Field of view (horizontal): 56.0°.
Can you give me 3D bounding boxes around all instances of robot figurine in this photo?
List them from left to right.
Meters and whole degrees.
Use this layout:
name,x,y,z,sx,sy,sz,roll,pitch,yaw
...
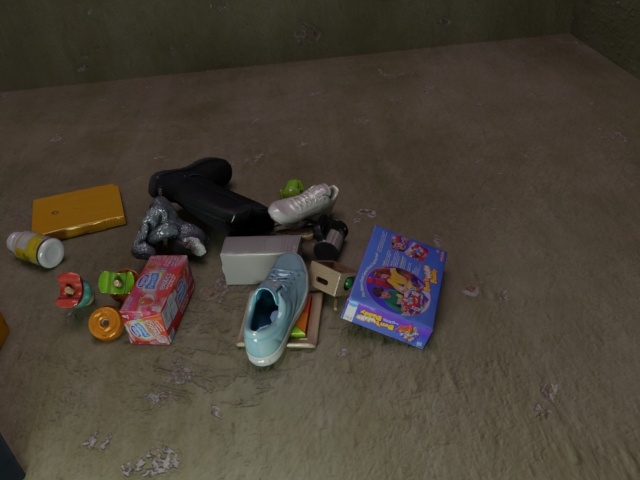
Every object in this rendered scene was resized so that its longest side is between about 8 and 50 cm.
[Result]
name,x,y,z,sx,sy,sz,roll,pitch,yaw
robot figurine,-0.103,-0.181,2.235,0.101,0.067,0.115,-22,28,26

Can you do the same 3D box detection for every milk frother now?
name,x,y,z,sx,sy,sz,roll,pitch,yaw
milk frother,0.000,0.000,1.958,0.143,0.129,0.134,-37,17,35

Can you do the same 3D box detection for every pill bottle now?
name,x,y,z,sx,sy,sz,roll,pitch,yaw
pill bottle,-0.961,0.024,2.022,0.184,0.103,0.103,13,39,25

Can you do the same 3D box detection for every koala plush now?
name,x,y,z,sx,sy,sz,roll,pitch,yaw
koala plush,-0.471,-0.019,1.969,0.221,0.203,0.196,21,10,-9

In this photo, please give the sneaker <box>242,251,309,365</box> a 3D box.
name,x,y,z,sx,sy,sz,roll,pitch,yaw
sneaker,-0.113,0.148,1.617,0.135,0.150,0.366,4,47,9

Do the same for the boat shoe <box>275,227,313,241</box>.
name,x,y,z,sx,sy,sz,roll,pitch,yaw
boat shoe,-0.077,0.000,1.933,0.068,0.072,0.190,-13,7,-29

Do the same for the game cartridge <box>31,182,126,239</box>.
name,x,y,z,sx,sy,sz,roll,pitch,yaw
game cartridge,-0.904,-0.104,2.252,0.324,0.052,0.285,-13,36,-15

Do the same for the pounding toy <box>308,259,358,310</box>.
name,x,y,z,sx,sy,sz,roll,pitch,yaw
pounding toy,0.040,0.127,1.748,0.141,0.100,0.130,23,12,34

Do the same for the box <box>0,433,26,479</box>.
name,x,y,z,sx,sy,sz,roll,pitch,yaw
box,-0.894,0.503,1.241,0.396,0.212,0.293,9,38,18

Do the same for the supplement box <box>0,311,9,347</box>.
name,x,y,z,sx,sy,sz,roll,pitch,yaw
supplement box,-1.003,0.273,1.652,0.194,0.129,0.191,-6,35,-1

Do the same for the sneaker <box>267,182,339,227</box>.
name,x,y,z,sx,sy,sz,roll,pitch,yaw
sneaker,-0.055,-0.131,2.013,0.114,0.152,0.305,47,34,20

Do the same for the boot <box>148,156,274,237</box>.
name,x,y,z,sx,sy,sz,roll,pitch,yaw
boot,-0.328,-0.158,2.128,0.445,0.146,0.367,21,32,35

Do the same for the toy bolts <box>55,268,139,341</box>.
name,x,y,z,sx,sy,sz,roll,pitch,yaw
toy bolts,-0.647,0.185,1.771,0.229,0.158,0.218,5,78,1

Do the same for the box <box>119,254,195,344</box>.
name,x,y,z,sx,sy,sz,roll,pitch,yaw
box,-0.463,0.166,1.736,0.123,0.128,0.257,1,36,8

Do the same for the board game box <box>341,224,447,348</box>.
name,x,y,z,sx,sy,sz,roll,pitch,yaw
board game box,0.217,0.119,1.700,0.233,0.078,0.347,21,39,4

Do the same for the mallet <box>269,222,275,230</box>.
name,x,y,z,sx,sy,sz,roll,pitch,yaw
mallet,-0.118,-0.079,2.126,0.190,0.039,0.062,-15,37,-21

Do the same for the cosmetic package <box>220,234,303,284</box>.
name,x,y,z,sx,sy,sz,roll,pitch,yaw
cosmetic package,-0.178,0.060,1.853,0.238,0.127,0.107,2,37,7

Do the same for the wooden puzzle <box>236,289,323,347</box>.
name,x,y,z,sx,sy,sz,roll,pitch,yaw
wooden puzzle,-0.110,0.211,1.699,0.221,0.044,0.238,0,35,7
